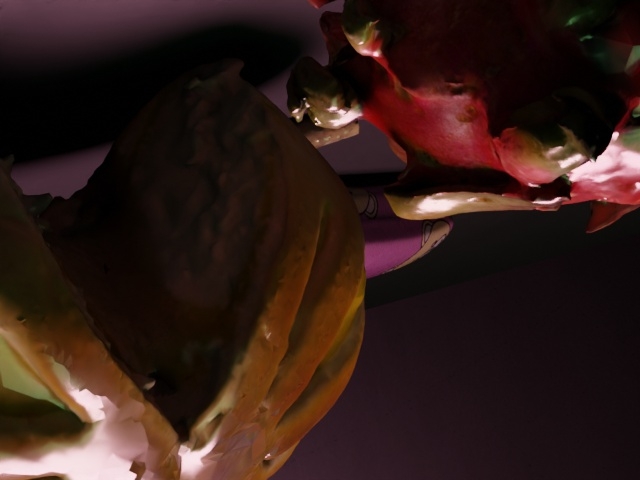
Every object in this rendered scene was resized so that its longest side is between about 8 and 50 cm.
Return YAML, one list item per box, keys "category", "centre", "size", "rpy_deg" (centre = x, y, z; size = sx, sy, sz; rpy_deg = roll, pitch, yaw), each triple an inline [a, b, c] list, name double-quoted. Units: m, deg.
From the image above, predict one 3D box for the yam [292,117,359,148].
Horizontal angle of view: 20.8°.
- category: "yam"
  centre: [-0.031, -0.059, 1.078]
  size: [0.116, 0.021, 0.021]
  rpy_deg: [-17, 174, -13]

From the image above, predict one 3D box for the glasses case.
- category: "glasses case"
  centre: [0.000, 0.000, 1.435]
  size: [0.123, 0.075, 0.316]
  rpy_deg: [-20, 173, 31]

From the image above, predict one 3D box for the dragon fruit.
- category: "dragon fruit"
  centre: [0.081, -0.073, 0.666]
  size: [0.172, 0.160, 0.166]
  rpy_deg: [-21, -164, 35]

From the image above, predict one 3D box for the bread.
- category: "bread"
  centre: [-0.114, 0.064, 0.862]
  size: [0.333, 0.160, 0.333]
  rpy_deg: [-29, 149, -20]

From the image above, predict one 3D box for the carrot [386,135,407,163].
- category: "carrot"
  centre: [0.080, -0.071, 1.132]
  size: [0.059, 0.059, 0.248]
  rpy_deg: [-18, 177, 9]
